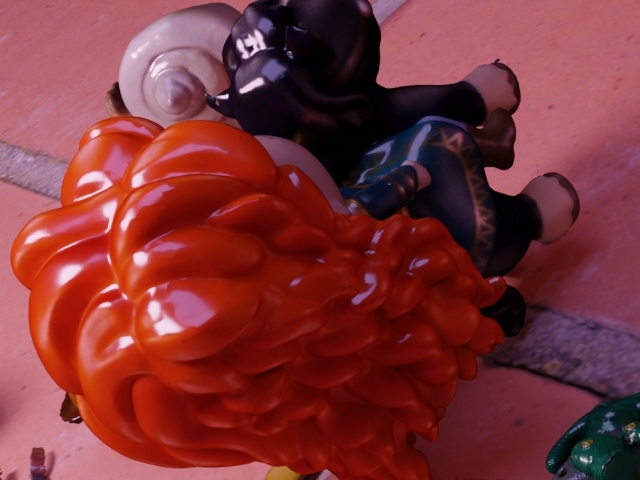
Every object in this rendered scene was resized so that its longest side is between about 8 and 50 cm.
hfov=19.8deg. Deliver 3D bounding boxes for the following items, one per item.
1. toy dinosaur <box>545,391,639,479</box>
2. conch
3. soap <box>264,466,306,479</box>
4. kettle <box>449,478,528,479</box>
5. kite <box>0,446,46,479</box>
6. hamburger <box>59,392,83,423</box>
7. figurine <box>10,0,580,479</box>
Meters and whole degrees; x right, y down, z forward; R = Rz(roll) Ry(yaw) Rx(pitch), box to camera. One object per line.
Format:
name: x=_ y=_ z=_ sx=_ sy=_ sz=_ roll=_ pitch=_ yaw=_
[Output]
toy dinosaur: x=0.164 y=0.134 z=1.081 sx=0.132 sy=0.059 sz=0.096 roll=-30 pitch=19 yaw=-18
conch: x=-0.105 y=-0.154 z=1.744 sx=0.158 sy=0.127 sz=0.255 roll=-50 pitch=-4 yaw=26
soap: x=-0.005 y=0.140 z=1.262 sx=0.034 sy=0.012 sz=0.089 roll=8 pitch=47 yaw=48
kettle: x=0.044 y=0.239 z=0.861 sx=0.202 sy=0.144 sz=0.232 roll=-20 pitch=68 yaw=47
kite: x=-0.230 y=0.235 z=1.321 sx=0.141 sy=0.015 sz=0.245 roll=-25 pitch=30 yaw=4
hamburger: x=-0.111 y=0.096 z=1.353 sx=0.166 sy=0.087 sz=0.137 roll=-17 pitch=32 yaw=25
figurine: x=0.002 y=-0.010 z=1.194 sx=0.241 sy=0.306 sz=0.412 roll=-16 pitch=29 yaw=43
